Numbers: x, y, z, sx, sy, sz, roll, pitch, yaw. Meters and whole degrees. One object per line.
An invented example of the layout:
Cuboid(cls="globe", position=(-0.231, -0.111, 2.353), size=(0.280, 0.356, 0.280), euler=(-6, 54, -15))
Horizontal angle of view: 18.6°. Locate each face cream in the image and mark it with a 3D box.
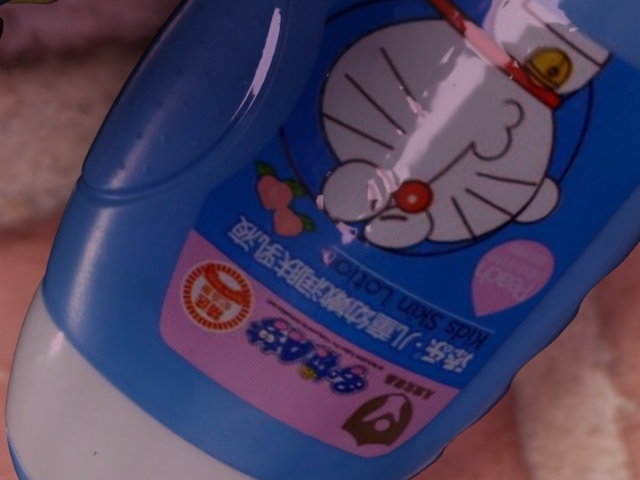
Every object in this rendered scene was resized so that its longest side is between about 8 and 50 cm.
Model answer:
Cuboid(cls="face cream", position=(0.000, 0.000, 0.578), size=(0.149, 0.083, 0.264), euler=(33, 114, -12))

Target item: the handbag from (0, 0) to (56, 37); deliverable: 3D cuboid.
Cuboid(cls="handbag", position=(-0.153, -0.129, 0.398), size=(0.263, 0.241, 0.222), euler=(-2, 98, 4))
